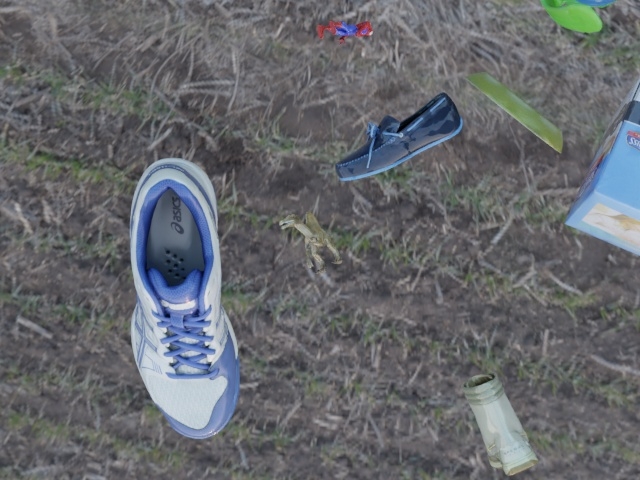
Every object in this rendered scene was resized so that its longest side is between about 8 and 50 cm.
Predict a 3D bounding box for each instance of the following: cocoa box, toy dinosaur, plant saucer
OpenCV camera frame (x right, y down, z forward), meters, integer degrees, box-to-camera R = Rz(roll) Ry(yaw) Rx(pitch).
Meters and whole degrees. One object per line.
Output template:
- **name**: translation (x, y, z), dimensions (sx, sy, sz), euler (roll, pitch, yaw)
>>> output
- **cocoa box**: translation (0.619, -0.078, 1.310), dimensions (0.347, 0.231, 0.227), euler (25, 82, 10)
- **toy dinosaur**: translation (0.000, 0.000, 1.266), dimensions (0.053, 0.183, 0.092), euler (-23, 73, 18)
- **plant saucer**: translation (0.389, -0.260, 1.587), dimensions (0.241, 0.241, 0.037), euler (34, 106, -14)

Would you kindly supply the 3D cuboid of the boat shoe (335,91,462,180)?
- **boat shoe**: translation (0.135, -0.197, 1.506), dimensions (0.258, 0.109, 0.089), euler (-29, 111, -14)

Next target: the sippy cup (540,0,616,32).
- **sippy cup**: translation (0.466, -0.449, 1.161), dimensions (0.240, 0.224, 0.305), euler (-2, 109, -26)

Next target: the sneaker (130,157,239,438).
- **sneaker**: translation (-0.146, 0.068, 0.805), dimensions (0.112, 0.131, 0.296), euler (-9, 98, -4)

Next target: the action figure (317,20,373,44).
- **action figure**: translation (0.042, -0.306, 1.180), dimensions (0.038, 0.115, 0.030), euler (-13, 96, 40)

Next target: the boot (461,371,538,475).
- **boot**: translation (0.303, 0.311, 1.401), dimensions (0.077, 0.213, 0.165), euler (-25, 81, 1)
